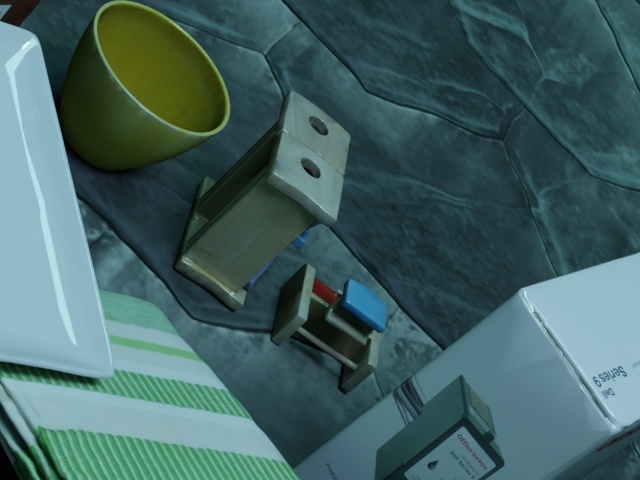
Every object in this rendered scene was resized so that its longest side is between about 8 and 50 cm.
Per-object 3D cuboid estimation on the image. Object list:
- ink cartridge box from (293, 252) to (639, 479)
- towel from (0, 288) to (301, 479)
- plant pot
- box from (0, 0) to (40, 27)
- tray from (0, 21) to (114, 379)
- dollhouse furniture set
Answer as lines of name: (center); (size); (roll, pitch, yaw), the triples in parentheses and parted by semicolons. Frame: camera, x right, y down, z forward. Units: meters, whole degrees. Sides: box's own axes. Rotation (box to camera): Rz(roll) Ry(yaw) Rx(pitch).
ink cartridge box: (0.128, 0.144, 1.452); (0.121, 0.289, 0.211); (57, 31, 13)
towel: (-0.128, 0.124, 1.300); (0.248, 0.038, 0.325); (14, 23, -45)
plant pot: (-0.154, -0.109, 1.569); (0.134, 0.095, 0.134); (33, 33, -25)
box: (-0.385, -0.287, 1.435); (0.381, 0.143, 0.191); (55, 31, 14)
tray: (-0.220, -0.034, 1.291); (0.145, 0.030, 0.270); (16, 51, -51)
dollhouse furniture set: (0.000, 0.000, 1.608); (0.184, 0.129, 0.129); (36, 32, -18)
